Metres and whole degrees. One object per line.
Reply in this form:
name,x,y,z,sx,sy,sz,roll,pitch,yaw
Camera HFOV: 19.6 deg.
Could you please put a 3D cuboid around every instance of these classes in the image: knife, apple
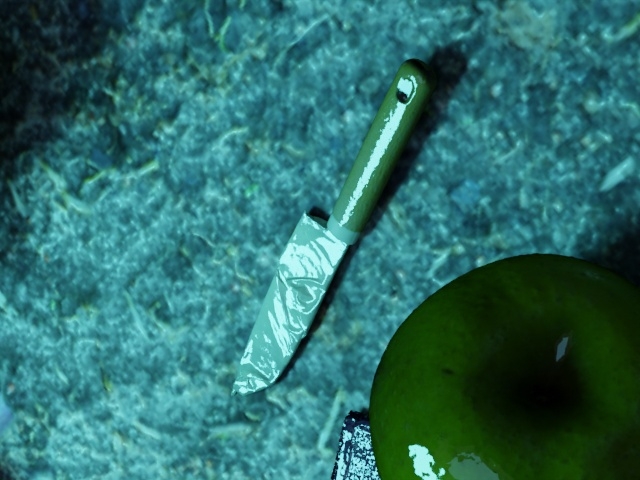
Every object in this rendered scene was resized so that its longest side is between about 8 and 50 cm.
knife,0.001,-0.001,1.204,0.047,0.017,0.298,37,126,17
apple,0.125,0.105,1.068,0.196,0.196,0.157,31,153,18

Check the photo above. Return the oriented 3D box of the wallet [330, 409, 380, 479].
wallet,0.079,0.186,1.214,0.166,0.030,0.111,17,116,26
